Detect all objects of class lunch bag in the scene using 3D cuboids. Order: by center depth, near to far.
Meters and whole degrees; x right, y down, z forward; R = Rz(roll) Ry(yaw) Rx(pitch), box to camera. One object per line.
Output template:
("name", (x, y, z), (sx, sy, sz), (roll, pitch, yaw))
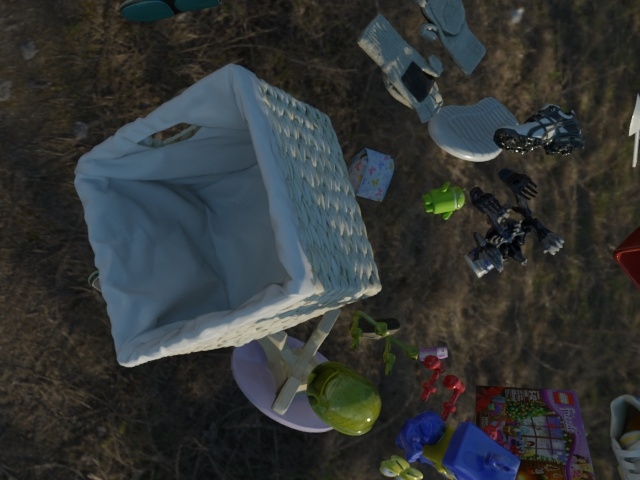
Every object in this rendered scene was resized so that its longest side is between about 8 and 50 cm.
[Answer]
("lunch bag", (0.088, -0.119, 1.185), (0.071, 0.053, 0.083), (9, 108, -42))

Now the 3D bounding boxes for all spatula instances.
("spatula", (0.629, -0.253, 1.301), (0.242, 0.019, 0.168), (47, 59, -60))

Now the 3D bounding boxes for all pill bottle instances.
("pill bottle", (0.421, 0.032, 1.643), (0.120, 0.067, 0.067), (-35, 128, 6))

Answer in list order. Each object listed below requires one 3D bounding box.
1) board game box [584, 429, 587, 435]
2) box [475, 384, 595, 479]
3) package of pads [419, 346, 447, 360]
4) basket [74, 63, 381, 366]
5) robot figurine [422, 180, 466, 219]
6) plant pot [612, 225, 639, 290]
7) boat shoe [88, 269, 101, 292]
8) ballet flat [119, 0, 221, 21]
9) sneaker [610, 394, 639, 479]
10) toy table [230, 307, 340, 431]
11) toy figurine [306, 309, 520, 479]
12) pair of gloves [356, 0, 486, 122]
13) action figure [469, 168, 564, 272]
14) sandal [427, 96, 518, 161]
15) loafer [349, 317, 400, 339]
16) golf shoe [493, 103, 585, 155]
("board game box", (0.522, 0.463, 1.512), (0.181, 0.043, 0.092), (-34, 84, -33))
("box", (0.393, 0.388, 1.247), (0.293, 0.200, 0.057), (-66, 154, -62))
("package of pads", (0.290, 0.290, 1.707), (0.083, 0.050, 0.032), (9, 75, -61))
("basket", (-0.132, -0.022, 0.982), (0.266, 0.328, 0.331), (6, 64, -60))
("robot figurine", (0.334, -0.110, 1.783), (0.115, 0.067, 0.101), (-10, 119, 0))
("plant pot", (0.633, 0.015, 0.918), (0.267, 0.267, 0.236), (47, 67, -10))
("boat shoe", (-0.437, 0.108, 1.460), (0.152, 0.049, 0.056), (28, 100, -46))
("ballet flat", (-0.228, -0.378, 1.028), (0.057, 0.168, 0.052), (58, 28, -71))
("sneaker", (0.441, 0.315, 0.902), (0.092, 0.087, 0.229), (48, 29, -19))
("toy table", (-0.041, 0.260, 1.344), (0.274, 0.161, 0.252), (23, 54, -6))
("toy figurine", (0.183, 0.259, 0.925), (0.362, 0.217, 0.191), (42, 69, -18))
("pair of gloves", (0.194, -0.351, 1.188), (0.240, 0.042, 0.204), (-47, 113, -23))
("action figure", (0.369, -0.010, 1.293), (0.164, 0.141, 0.276), (-27, 144, 6))
("sandal", (0.387, -0.261, 1.680), (0.169, 0.102, 0.416), (49, 40, 14))
("loafer", (0.145, 0.244, 1.802), (0.148, 0.056, 0.050), (2, 133, -17))
("golf shoe", (0.412, -0.215, 1.269), (0.198, 0.077, 0.094), (1, 83, -25))
